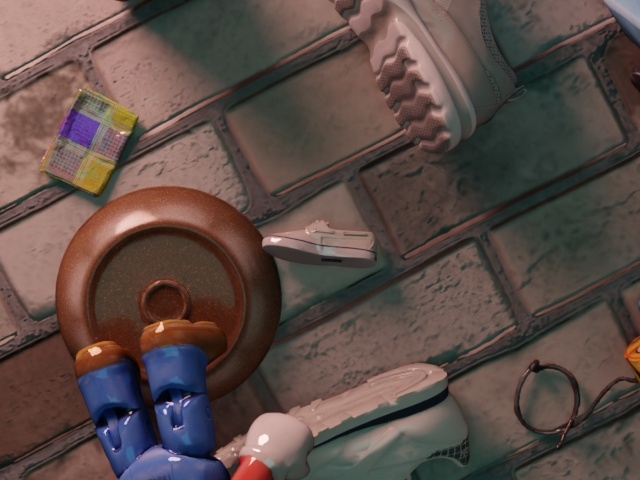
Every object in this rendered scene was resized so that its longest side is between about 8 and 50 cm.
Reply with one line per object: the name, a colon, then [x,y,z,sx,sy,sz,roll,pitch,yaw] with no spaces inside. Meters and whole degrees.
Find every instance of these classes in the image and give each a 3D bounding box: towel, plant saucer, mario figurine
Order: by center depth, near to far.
mario figurine: [-0.107,0.238,1.351,0.170,0.198,0.321,-1,70,-34]
towel: [-0.199,-0.084,1.426,0.060,0.009,0.083,29,95,-3]
plant saucer: [-0.132,0.053,1.429,0.198,0.036,0.199,0,97,-1]

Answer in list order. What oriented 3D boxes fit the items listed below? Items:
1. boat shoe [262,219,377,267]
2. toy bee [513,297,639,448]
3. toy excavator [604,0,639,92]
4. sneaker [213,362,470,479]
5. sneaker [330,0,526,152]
boat shoe: [0.000,0.000,1.430,0.100,0.035,0.035,5,68,1]
toy bee: [0.326,0.096,1.382,0.195,0.162,0.298,38,94,-6]
toy excavator: [0.286,-0.278,1.293,0.222,0.433,0.445,-37,123,3]
sneaker: [0.013,0.189,1.425,0.235,0.090,0.095,-19,107,3]
sneaker: [0.077,-0.217,1.392,0.115,0.105,0.281,-26,95,-27]
